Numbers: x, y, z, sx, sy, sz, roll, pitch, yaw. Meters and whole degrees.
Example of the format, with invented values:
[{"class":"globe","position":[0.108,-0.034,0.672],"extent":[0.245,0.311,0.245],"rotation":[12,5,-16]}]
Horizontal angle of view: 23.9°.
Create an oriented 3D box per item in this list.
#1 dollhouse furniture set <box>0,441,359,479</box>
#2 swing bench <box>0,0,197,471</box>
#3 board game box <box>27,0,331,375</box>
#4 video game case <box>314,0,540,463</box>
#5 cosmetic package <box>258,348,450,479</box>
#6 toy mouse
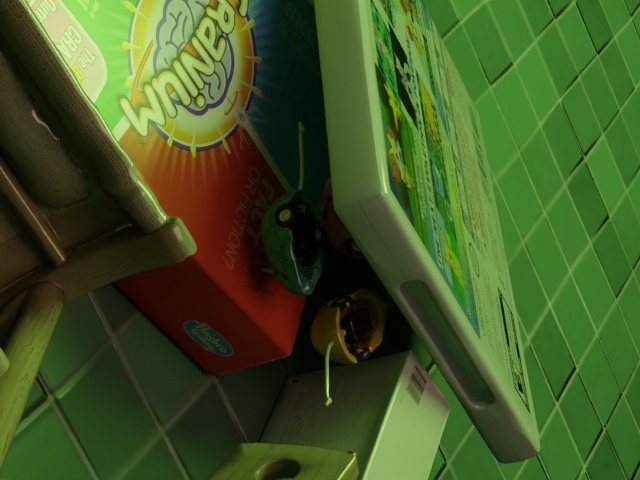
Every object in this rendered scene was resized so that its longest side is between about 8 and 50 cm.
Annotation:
[{"class":"dollhouse furniture set","position":[-0.077,0.177,0.712],"extent":[0.129,0.183,0.129],"rotation":[-45,130,-53]},{"class":"swing bench","position":[-0.213,-0.014,0.598],"extent":[0.253,0.165,0.255],"rotation":[59,31,-21]},{"class":"board game box","position":[-0.104,-0.111,0.878],"extent":[0.316,0.064,0.242],"rotation":[48,42,-35]},{"class":"video game case","position":[0.066,-0.060,1.013],"extent":[0.300,0.036,0.329],"rotation":[56,22,-46]},{"class":"cosmetic package","position":[-0.003,0.174,0.881],"extent":[0.060,0.099,0.239],"rotation":[57,38,-29]},{"class":"toy mouse","position":[0.000,0.000,0.894],"extent":[0.161,0.031,0.143],"rotation":[-43,116,-55]}]
